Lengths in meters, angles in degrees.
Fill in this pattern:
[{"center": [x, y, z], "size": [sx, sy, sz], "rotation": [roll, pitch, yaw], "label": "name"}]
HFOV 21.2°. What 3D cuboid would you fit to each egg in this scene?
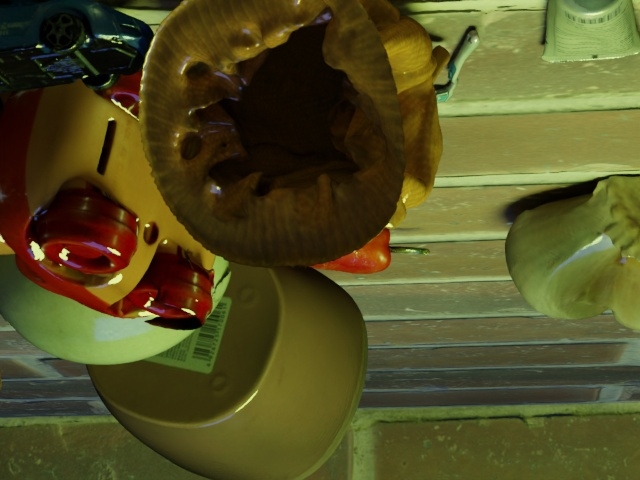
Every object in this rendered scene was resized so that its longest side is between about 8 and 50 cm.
[{"center": [-0.213, 0.032, 1.721], "size": [0.253, 0.187, 0.186], "rotation": [-6, 166, 15], "label": "egg"}]

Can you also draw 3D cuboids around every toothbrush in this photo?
[{"center": [0.113, -0.140, 1.387], "size": [0.017, 0.014, 0.162], "rotation": [-18, 169, -11], "label": "toothbrush"}]

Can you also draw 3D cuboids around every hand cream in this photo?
[{"center": [0.197, -0.163, 1.239], "size": [0.080, 0.050, 0.234], "rotation": [-3, 171, 9], "label": "hand cream"}]

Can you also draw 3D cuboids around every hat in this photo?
[{"center": [0.029, -0.120, 1.254], "size": [0.233, 0.244, 0.233], "rotation": [24, -148, 30], "label": "hat"}]

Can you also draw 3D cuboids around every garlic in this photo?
[{"center": [0.339, 0.021, 1.846], "size": [0.279, 0.132, 0.325], "rotation": [6, 163, 7], "label": "garlic"}]

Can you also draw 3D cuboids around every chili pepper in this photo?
[{"center": [0.000, 0.000, 1.876], "size": [0.272, 0.063, 0.071], "rotation": [9, 165, -26], "label": "chili pepper"}]

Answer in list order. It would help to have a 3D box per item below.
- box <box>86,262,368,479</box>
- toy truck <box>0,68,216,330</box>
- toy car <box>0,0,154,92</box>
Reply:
[{"center": [-0.113, 0.126, 1.940], "size": [0.301, 0.301, 0.216], "rotation": [-5, 161, 17], "label": "box"}, {"center": [-0.213, -0.042, 1.416], "size": [0.239, 0.189, 0.265], "rotation": [-3, 154, 31], "label": "toy truck"}, {"center": [-0.229, -0.143, 1.251], "size": [0.216, 0.063, 0.103], "rotation": [-8, 166, 8], "label": "toy car"}]
